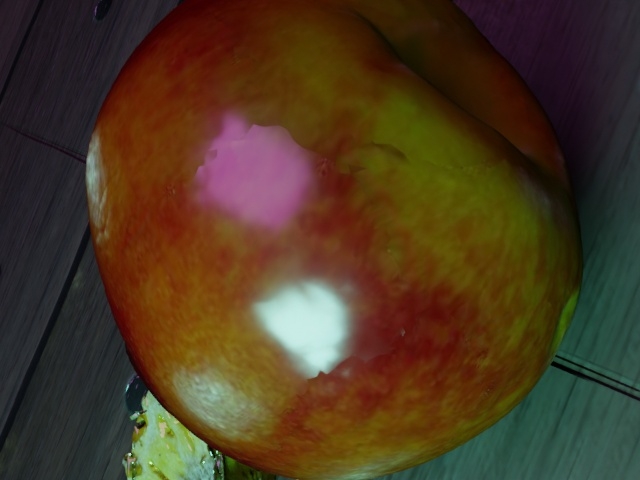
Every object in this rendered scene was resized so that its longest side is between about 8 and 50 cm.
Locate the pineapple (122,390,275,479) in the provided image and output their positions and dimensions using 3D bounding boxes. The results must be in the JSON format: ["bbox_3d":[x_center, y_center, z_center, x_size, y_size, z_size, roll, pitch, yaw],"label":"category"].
[{"bbox_3d":[-0.116,0.212,0.799,0.186,0.114,0.236,50,118,40],"label":"pineapple"}]

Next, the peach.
[{"bbox_3d":[0.000,0.000,0.592,0.388,0.388,0.388,-16,64,37],"label":"peach"}]
